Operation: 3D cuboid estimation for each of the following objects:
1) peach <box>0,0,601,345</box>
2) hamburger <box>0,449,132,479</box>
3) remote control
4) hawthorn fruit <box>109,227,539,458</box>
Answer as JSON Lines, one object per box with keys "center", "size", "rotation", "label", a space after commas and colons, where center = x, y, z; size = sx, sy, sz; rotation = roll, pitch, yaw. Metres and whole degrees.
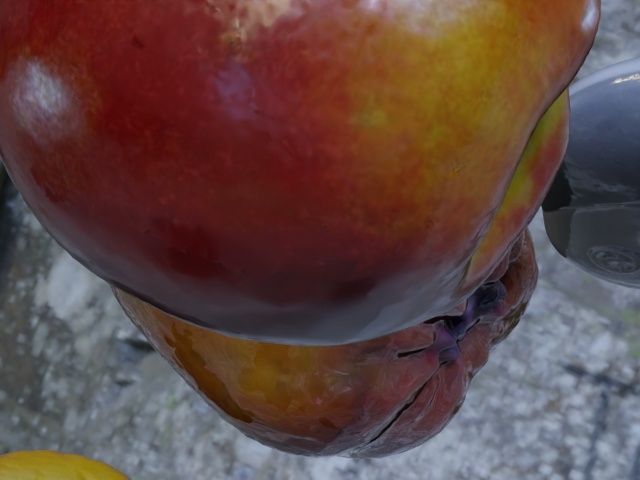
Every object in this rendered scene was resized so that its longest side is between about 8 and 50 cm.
{"center": [-0.019, -0.075, 0.441], "size": [0.243, 0.244, 0.199], "rotation": [23, 33, 14], "label": "peach"}
{"center": [-0.302, 0.341, 1.238], "size": [0.246, 0.170, 0.246], "rotation": [10, 13, -2], "label": "hamburger"}
{"center": [0.299, -0.047, 0.992], "size": [0.221, 0.104, 0.332], "rotation": [-2, -31, 15], "label": "remote control"}
{"center": [0.000, 0.000, 1.246], "size": [0.471, 0.472, 0.472], "rotation": [23, 0, 0], "label": "hawthorn fruit"}
